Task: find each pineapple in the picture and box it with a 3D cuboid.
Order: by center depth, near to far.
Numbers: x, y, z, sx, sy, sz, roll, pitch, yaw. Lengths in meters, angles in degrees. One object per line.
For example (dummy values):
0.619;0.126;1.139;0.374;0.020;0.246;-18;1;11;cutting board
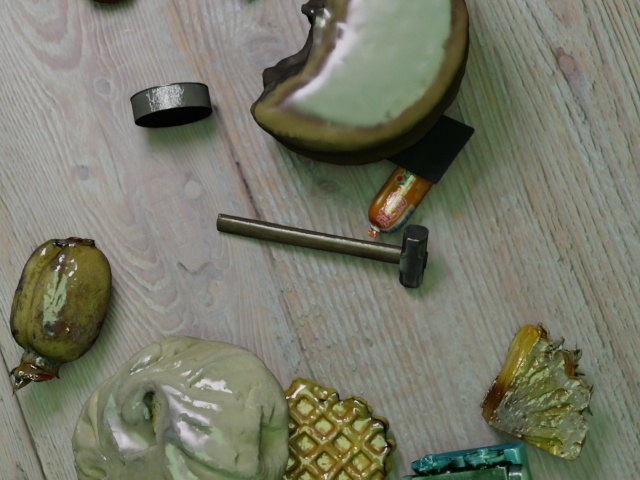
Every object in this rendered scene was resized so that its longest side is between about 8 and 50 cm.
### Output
0.354;0.256;1.499;0.186;0.114;0.236;-13;87;0;pineapple

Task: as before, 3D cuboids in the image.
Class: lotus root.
-0.435;0.126;1.517;0.154;0.154;0.278;15;84;3;lotus root

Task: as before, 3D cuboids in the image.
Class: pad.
0.156;-0.175;1.548;0.193;0.004;0.116;31;84;38;pad

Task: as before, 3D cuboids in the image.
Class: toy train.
0.236;0.382;1.450;0.203;0.163;0.112;-12;83;23;toy train

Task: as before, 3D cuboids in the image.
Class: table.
-0.252;-0.228;1.551;0.133;0.133;0.043;-11;86;0;table

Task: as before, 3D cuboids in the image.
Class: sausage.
0.154;-0.101;1.560;0.071;0.071;0.234;35;85;5;sausage

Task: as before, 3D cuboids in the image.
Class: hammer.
0.000;0.000;1.551;0.365;0.111;0.043;10;43;9;hammer

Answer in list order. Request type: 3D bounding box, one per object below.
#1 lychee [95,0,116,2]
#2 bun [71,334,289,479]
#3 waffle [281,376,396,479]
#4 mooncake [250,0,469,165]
-0.377;-0.456;1.589;0.101;0.114;0.140;-20;59;41;lychee
-0.228;0.306;1.428;0.359;0.211;0.360;-5;74;16;bun
-0.021;0.379;1.521;0.300;0.058;0.281;20;84;5;waffle
0.042;-0.325;1.481;0.394;0.246;0.393;-29;84;11;mooncake
